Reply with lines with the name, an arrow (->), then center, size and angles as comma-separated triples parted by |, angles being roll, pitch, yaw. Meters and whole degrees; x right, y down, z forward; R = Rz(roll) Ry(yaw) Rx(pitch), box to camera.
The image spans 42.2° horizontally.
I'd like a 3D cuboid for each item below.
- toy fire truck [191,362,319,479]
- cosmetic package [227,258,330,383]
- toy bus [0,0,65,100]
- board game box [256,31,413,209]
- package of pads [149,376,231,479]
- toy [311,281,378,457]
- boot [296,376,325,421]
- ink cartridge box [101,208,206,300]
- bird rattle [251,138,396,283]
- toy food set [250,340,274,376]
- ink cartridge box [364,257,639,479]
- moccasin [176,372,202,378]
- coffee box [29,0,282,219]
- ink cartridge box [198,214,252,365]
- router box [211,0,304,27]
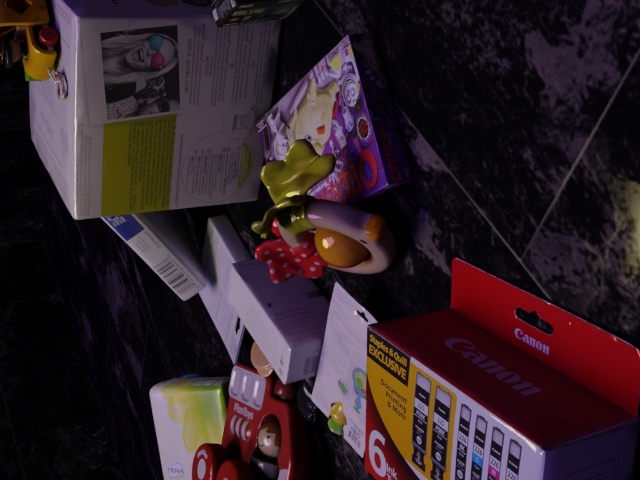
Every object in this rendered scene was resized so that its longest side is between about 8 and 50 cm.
toy fire truck -> -0.109, 0.364, 1.526 | 0.302, 0.169, 0.253 | 2, 83, 62
cosmetic package -> -0.055, 0.120, 1.352 | 0.231, 0.117, 0.085 | 49, 140, 43
toy bus -> -0.465, -0.322, 1.256 | 0.202, 0.104, 0.191 | 38, 129, 52
board game box -> 0.006, -0.135, 1.213 | 0.347, 0.056, 0.208 | -28, 79, 62
package of pads -> -0.240, 0.438, 1.766 | 0.229, 0.101, 0.296 | -8, 92, 36
toy -> 0.057, 0.187, 1.216 | 0.137, 0.056, 0.237 | 44, 133, 39
boot -> -0.022, 0.239, 1.415 | 0.121, 0.045, 0.099 | 58, 149, 34
ink cartridge box -> -0.375, -0.078, 1.696 | 0.324, 0.071, 0.330 | 51, -175, -35
bird rattle -> 0.000, 0.000, 1.129 | 0.207, 0.143, 0.253 | 17, 149, 16
toy food set -> -0.093, 0.202, 1.520 | 0.082, 0.020, 0.083 | -45, 45, 11
ink cartridge box -> 0.179, 0.195, 0.905 | 0.309, 0.130, 0.271 | 29, 124, 57
moccasin -> -0.288, 0.475, 1.925 | 0.117, 0.138, 0.342 | 172, 87, -71
coffee box -> -0.297, -0.271, 1.425 | 0.337, 0.334, 0.338 | 47, 136, 47
ink cartridge box -> -0.179, 0.101, 1.664 | 0.224, 0.045, 0.223 | 59, 147, 34
router box -> -0.089, -0.355, 1.227 | 0.092, 0.122, 0.038 | -18, 88, 64
